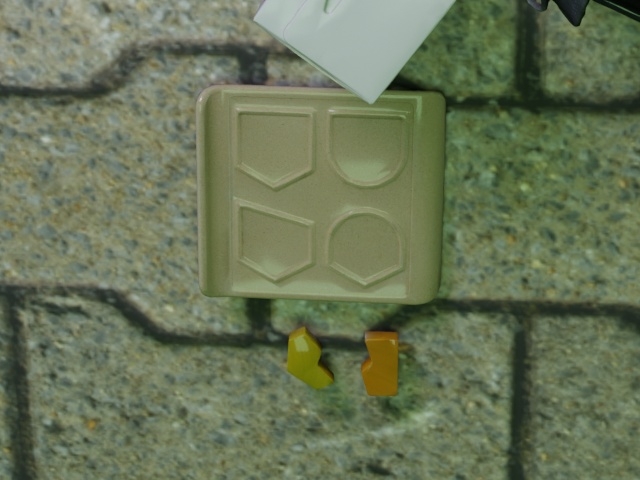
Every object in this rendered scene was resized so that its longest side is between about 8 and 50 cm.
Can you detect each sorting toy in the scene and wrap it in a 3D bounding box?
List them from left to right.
[{"bbox_3d":[0.000,0.000,1.787,0.229,0.041,0.307,1,113,1],"label":"sorting toy"}]

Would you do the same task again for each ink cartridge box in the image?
[{"bbox_3d":[0.035,-0.221,1.613,0.127,0.176,0.128,35,112,-9],"label":"ink cartridge box"}]

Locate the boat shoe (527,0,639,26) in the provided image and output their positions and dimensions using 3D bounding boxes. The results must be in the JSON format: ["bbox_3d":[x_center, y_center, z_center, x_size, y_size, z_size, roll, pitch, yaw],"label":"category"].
[{"bbox_3d":[0.213,-0.270,1.550,0.500,0.187,0.156,21,69,-1],"label":"boat shoe"}]
